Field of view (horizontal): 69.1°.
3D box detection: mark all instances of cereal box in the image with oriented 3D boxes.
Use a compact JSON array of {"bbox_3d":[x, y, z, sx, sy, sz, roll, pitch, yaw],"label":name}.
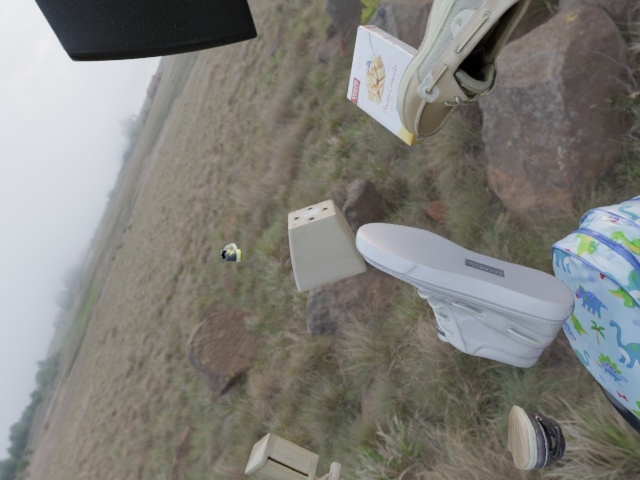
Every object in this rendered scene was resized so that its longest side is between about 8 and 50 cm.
[{"bbox_3d":[0.154,-0.342,1.016,0.240,0.047,0.173,47,144,35],"label":"cereal box"}]

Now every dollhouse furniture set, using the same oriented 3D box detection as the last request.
[{"bbox_3d":[-0.017,0.303,0.468,0.161,0.182,0.101,-53,13,41],"label":"dollhouse furniture set"}]

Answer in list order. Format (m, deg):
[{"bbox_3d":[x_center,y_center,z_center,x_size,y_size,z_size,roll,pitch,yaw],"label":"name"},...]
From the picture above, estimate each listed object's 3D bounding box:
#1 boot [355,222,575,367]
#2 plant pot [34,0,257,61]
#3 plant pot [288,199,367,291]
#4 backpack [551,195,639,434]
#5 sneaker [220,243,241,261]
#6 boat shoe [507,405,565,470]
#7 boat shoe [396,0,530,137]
[{"bbox_3d":[0.155,0.073,0.569,0.095,0.258,0.123,-46,-28,-55],"label":"boot"},{"bbox_3d":[-0.189,-0.271,0.429,0.167,0.188,0.187,-27,43,-11],"label":"plant pot"},{"bbox_3d":[0.000,0.000,0.720,0.109,0.096,0.109,-18,24,4],"label":"plant pot"},{"bbox_3d":[0.485,0.105,0.671,0.290,0.274,0.355,-96,1,-65],"label":"backpack"},{"bbox_3d":[-0.181,0.023,0.913,0.083,0.035,0.031,15,104,62],"label":"sneaker"},{"bbox_3d":[0.394,0.359,0.845,0.092,0.285,0.102,0,71,18],"label":"boat shoe"},{"bbox_3d":[0.190,-0.234,0.648,0.098,0.109,0.302,57,161,20],"label":"boat shoe"}]
